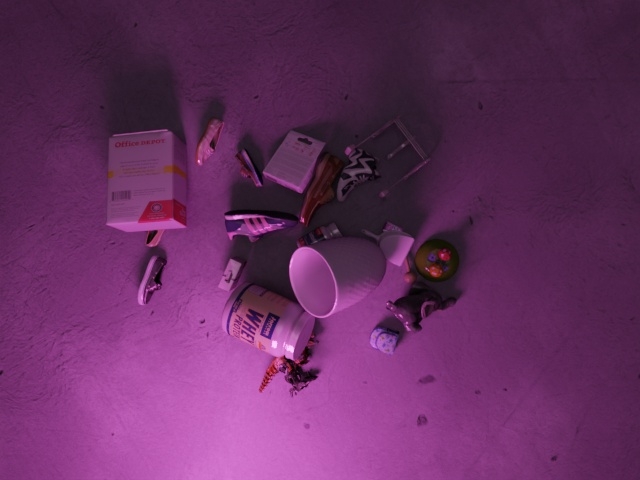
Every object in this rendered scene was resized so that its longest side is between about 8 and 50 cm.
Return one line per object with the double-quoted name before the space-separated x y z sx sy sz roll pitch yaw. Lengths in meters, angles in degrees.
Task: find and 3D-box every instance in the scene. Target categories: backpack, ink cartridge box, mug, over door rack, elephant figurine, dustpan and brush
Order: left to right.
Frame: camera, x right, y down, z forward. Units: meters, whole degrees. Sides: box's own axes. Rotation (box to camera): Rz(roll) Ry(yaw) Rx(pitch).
"ink cartridge box" -0.720 -0.244 1.729 0.280 0.160 0.384 -4 80 4
"ink cartridge box" -0.378 0.144 1.777 0.056 0.099 0.135 25 95 2
"ink cartridge box" -0.105 -0.336 1.749 0.189 0.066 0.232 26 73 21
"mug" 0.077 0.156 1.644 0.276 0.328 0.374 45 133 32
"backpack" 0.266 0.420 1.741 0.115 0.084 0.104 19 91 7
"dustpan and brush" 0.269 0.004 1.737 0.211 0.060 0.147 21 116 -1
"over door rack" 0.269 -0.337 1.668 0.324 0.108 0.239 -37 89 -26
"elephant figurine" 0.420 0.255 1.690 0.239 0.186 0.169 -38 75 5

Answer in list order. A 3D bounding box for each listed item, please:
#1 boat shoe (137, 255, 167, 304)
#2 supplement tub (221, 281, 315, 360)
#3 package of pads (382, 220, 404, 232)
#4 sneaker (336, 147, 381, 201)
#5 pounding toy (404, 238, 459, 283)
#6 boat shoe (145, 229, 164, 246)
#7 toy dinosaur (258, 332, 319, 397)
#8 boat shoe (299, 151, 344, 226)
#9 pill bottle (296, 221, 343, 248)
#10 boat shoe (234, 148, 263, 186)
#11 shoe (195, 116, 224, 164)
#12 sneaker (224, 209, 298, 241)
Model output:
"boat shoe" -0.735 0.183 1.823 0.076 0.080 0.228 17 86 5
"supplement tub" -0.209 0.328 1.676 0.325 0.235 0.235 21 93 16
"package of pads" 0.307 -0.045 1.748 0.083 0.032 0.050 26 91 3
"sneaker" 0.169 -0.258 1.721 0.153 0.094 0.234 20 83 12
"pounding toy" 0.462 0.090 1.701 0.237 0.110 0.182 -7 91 5
"boat shoe" -0.720 -0.062 1.811 0.068 0.072 0.189 17 93 4
"toy dinosaur" -0.127 0.538 1.770 0.218 0.164 0.322 49 113 16
"boat shoe" 0.007 -0.206 1.726 0.120 0.122 0.323 22 94 -1
"pill bottle" 0.000 0.000 1.737 0.180 0.108 0.107 -31 89 4
"boat shoe" -0.309 -0.303 1.779 0.066 0.066 0.183 -29 79 10
"shoe" -0.479 -0.424 1.778 0.058 0.076 0.218 22 91 9
"sneaker" -0.250 -0.059 1.770 0.319 0.112 0.131 3 109 7
